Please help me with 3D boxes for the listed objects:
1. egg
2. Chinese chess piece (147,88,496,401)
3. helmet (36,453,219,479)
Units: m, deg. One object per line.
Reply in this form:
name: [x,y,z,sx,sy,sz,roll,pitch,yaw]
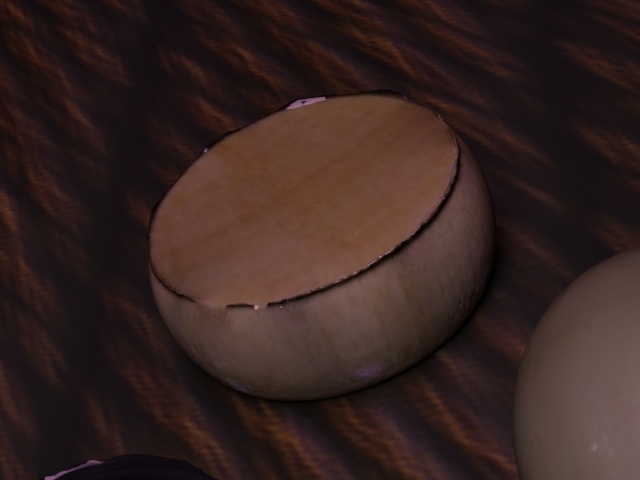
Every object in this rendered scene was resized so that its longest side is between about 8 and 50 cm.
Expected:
egg: [0.194,0.107,0.765,0.186,0.186,0.241,-16,40,9]
Chinese chess piece: [0.000,0.000,1.085,0.257,0.104,0.257,-16,35,12]
helmet: [-0.109,0.244,0.780,0.231,0.160,0.279,-27,23,-5]
